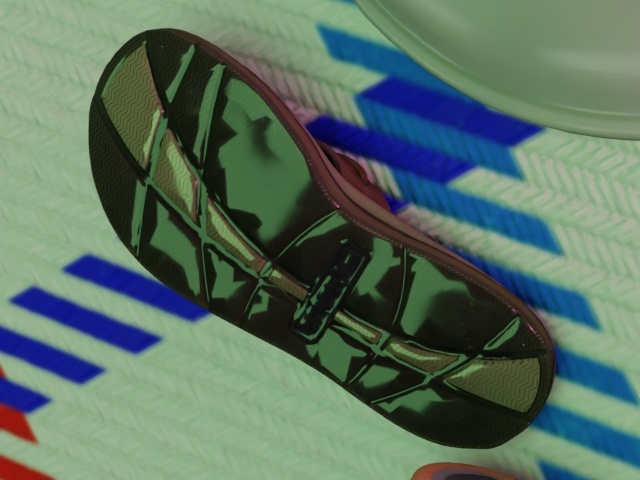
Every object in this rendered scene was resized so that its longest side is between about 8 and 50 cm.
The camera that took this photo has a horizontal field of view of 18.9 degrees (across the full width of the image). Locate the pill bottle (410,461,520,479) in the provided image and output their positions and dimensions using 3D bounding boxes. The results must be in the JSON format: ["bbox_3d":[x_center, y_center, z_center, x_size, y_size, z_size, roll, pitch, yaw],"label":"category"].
[{"bbox_3d":[0.050,0.235,0.945,0.130,0.130,0.246,23,106,21],"label":"pill bottle"}]

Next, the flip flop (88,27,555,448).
[{"bbox_3d":[0.000,0.000,0.973,0.277,0.080,0.112,35,106,1],"label":"flip flop"}]

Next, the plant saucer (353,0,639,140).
[{"bbox_3d":[0.136,-0.242,0.858,0.400,0.100,0.400,3,98,24],"label":"plant saucer"}]
